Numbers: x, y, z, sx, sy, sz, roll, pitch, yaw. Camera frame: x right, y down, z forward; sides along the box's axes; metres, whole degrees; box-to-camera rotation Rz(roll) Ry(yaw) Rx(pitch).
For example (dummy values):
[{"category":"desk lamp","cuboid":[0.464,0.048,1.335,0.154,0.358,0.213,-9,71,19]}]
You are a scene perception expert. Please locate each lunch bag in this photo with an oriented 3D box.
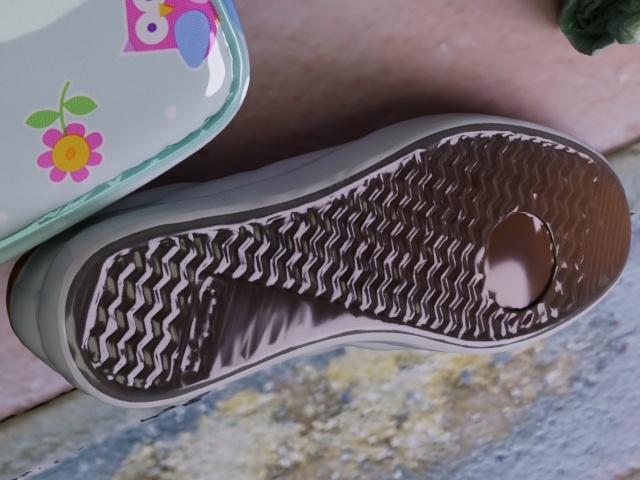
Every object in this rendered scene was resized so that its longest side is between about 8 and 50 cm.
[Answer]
[{"category":"lunch bag","cuboid":[-0.179,-0.078,0.585,0.279,0.108,0.224,-27,122,1]}]

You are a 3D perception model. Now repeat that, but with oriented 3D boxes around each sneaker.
[{"category":"sneaker","cuboid":[0.000,0.000,0.693,0.290,0.123,0.106,-7,97,-29]}]

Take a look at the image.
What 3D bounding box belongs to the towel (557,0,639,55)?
[{"category":"towel","cuboid":[0.232,-0.163,0.556,0.325,0.248,0.038,-33,91,8]}]
